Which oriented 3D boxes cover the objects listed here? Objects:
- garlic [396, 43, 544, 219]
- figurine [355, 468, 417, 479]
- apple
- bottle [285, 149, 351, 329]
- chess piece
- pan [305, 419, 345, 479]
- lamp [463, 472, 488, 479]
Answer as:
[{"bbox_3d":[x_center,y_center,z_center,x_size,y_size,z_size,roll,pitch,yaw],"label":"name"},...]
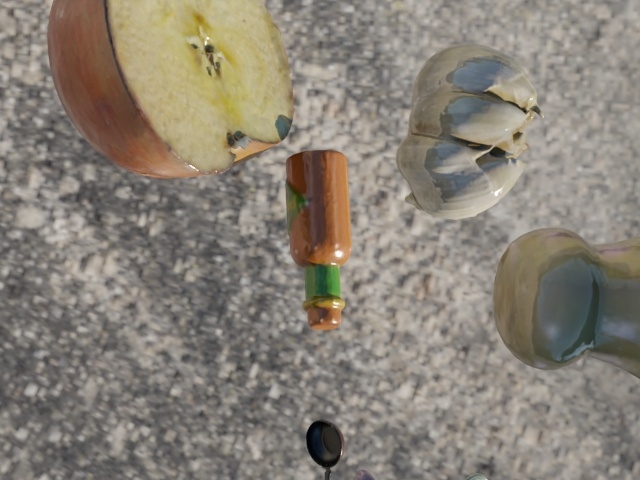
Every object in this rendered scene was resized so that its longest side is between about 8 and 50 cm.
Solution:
[{"bbox_3d":[0.220,-0.181,1.974,0.281,0.203,0.185,-64,145,-43],"label":"garlic"},{"bbox_3d":[0.098,0.302,1.214,0.205,0.260,0.103,31,98,-37],"label":"figurine"},{"bbox_3d":[-0.172,-0.168,1.397,0.293,0.163,0.251,-14,84,-57],"label":"apple"},{"bbox_3d":[0.000,0.000,1.427,0.069,0.069,0.187,9,70,-41],"label":"bottle"},{"bbox_3d":[0.230,0.033,0.620,0.307,0.124,0.139,7,77,-5],"label":"chess piece"},{"bbox_3d":[0.012,0.306,1.895,0.023,0.068,0.115,-5,90,-47],"label":"pan"},{"bbox_3d":[0.236,0.375,1.657,0.050,0.198,0.056,-36,144,0],"label":"lamp"}]
